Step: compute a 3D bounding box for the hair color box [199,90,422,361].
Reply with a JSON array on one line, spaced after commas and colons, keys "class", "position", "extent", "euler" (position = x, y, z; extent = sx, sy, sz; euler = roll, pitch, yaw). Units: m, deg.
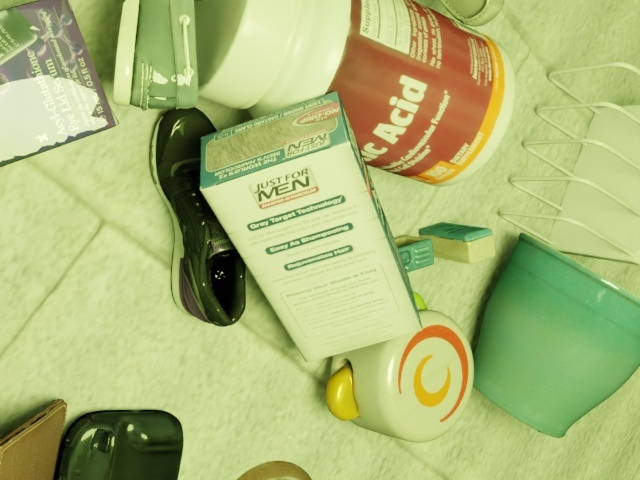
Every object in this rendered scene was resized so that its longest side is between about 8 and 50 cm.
[{"class": "hair color box", "position": [0.000, 0.000, 0.919], "extent": [0.174, 0.105, 0.347], "euler": [-17, 135, 9]}]

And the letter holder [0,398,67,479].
[{"class": "letter holder", "position": [-0.411, 0.330, 0.826], "extent": [0.152, 0.214, 0.301], "euler": [11, 92, 2]}]

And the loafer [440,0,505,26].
[{"class": "loafer", "position": [0.139, -0.430, 0.991], "extent": [0.111, 0.112, 0.319], "euler": [-22, 79, -50]}]

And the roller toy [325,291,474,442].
[{"class": "roller toy", "position": [0.117, 0.197, 1.093], "extent": [0.191, 0.146, 0.209], "euler": [40, 66, -30]}]

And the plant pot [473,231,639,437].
[{"class": "plant pot", "position": [0.375, 0.163, 1.185], "extent": [0.272, 0.271, 0.255], "euler": [27, 98, -30]}]

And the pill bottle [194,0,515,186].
[{"class": "pill bottle", "position": [0.040, -0.220, 0.948], "extent": [0.392, 0.224, 0.224], "euler": [14, 90, -30]}]

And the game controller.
[{"class": "game controller", "position": [-0.272, 0.378, 0.954], "extent": [0.166, 0.067, 0.319], "euler": [9, 93, -46]}]

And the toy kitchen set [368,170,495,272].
[{"class": "toy kitchen set", "position": [0.134, -0.036, 1.086], "extent": [0.207, 0.122, 0.166], "euler": [-16, 104, -27]}]

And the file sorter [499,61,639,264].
[{"class": "file sorter", "position": [0.444, -0.128, 1.213], "extent": [0.173, 0.193, 0.277], "euler": [23, 85, -27]}]

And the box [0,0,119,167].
[{"class": "box", "position": [-0.354, -0.161, 0.799], "extent": [0.207, 0.108, 0.153], "euler": [-27, 110, -24]}]

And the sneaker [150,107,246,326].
[{"class": "sneaker", "position": [-0.136, -0.031, 0.931], "extent": [0.107, 0.124, 0.283], "euler": [-14, 103, -28]}]

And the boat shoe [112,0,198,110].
[{"class": "boat shoe", "position": [-0.168, -0.297, 0.850], "extent": [0.099, 0.116, 0.319], "euler": [10, 74, -13]}]

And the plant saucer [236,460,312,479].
[{"class": "plant saucer", "position": [-0.072, 0.412, 1.084], "extent": [0.168, 0.029, 0.168], "euler": [-4, 98, -30]}]
